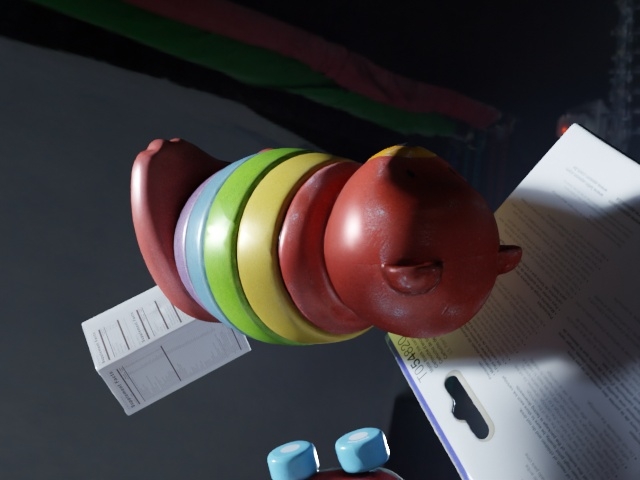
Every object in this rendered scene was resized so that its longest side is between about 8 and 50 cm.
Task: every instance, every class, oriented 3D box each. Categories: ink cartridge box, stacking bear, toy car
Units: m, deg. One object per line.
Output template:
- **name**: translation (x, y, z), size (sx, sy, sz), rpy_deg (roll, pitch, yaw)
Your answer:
- **ink cartridge box**: translation (0.162, 0.058, 0.438), size (0.045, 0.224, 0.223), rpy_deg (30, 18, -31)
- **stacking bear**: translation (0.000, 0.000, 0.491), size (0.176, 0.164, 0.289), rpy_deg (0, 2, -38)
- **toy car**: translation (0.014, 0.403, 0.890), size (0.211, 0.219, 0.238), rpy_deg (-14, 0, 14)

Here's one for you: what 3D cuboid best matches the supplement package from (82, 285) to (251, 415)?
- **supplement package**: translation (-0.274, 0.172, 1.197), size (0.134, 0.244, 0.139), rpy_deg (48, -20, 47)
